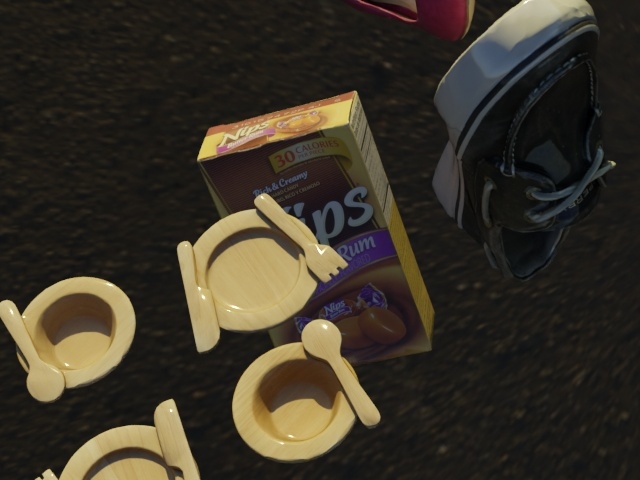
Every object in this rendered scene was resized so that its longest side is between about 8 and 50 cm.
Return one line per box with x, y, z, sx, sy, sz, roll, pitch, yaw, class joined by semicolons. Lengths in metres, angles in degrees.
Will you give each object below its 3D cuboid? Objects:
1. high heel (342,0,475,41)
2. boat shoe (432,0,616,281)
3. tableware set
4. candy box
0.048;-0.199;1.244;0.117;0.244;0.082;5;105;-6;high heel
0.157;-0.066;1.190;0.121;0.335;0.119;-34;74;-8;boat shoe
-0.058;0.058;0.732;0.168;0.020;0.141;-26;58;-3;tableware set
0.000;0.000;1.149;0.109;0.053;0.187;-14;117;15;candy box
